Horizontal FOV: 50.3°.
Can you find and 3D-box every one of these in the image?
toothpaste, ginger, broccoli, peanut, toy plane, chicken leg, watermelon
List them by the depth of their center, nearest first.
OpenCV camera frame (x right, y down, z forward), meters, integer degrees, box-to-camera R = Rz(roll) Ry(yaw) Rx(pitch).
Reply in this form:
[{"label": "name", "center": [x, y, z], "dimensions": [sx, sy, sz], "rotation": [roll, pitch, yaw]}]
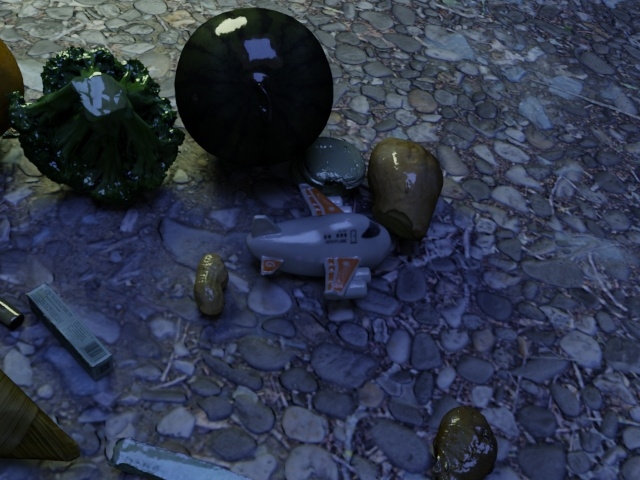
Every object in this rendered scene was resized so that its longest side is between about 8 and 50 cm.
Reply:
[{"label": "chicken leg", "center": [0.181, 0.309, 0.900], "dimensions": [0.085, 0.069, 0.198], "rotation": [22, 53, 9]}, {"label": "toothpaste", "center": [-0.352, 0.127, 0.956], "dimensions": [0.164, 0.046, 0.034], "rotation": [39, 53, 22]}, {"label": "peanut", "center": [-0.169, 0.068, 1.053], "dimensions": [0.054, 0.054, 0.113], "rotation": [4, 49, -9]}, {"label": "toy plane", "center": [0.000, 0.000, 1.111], "dimensions": [0.245, 0.117, 0.244], "rotation": [6, 45, -6]}, {"label": "broccoli", "center": [-0.358, -0.193, 1.126], "dimensions": [0.261, 0.241, 0.269], "rotation": [-34, 86, -25]}, {"label": "watermelon", "center": [-0.115, -0.266, 1.197], "dimensions": [0.279, 0.278, 0.359], "rotation": [4, 12, -10]}, {"label": "ginger", "center": [0.149, -0.106, 1.226], "dimensions": [0.138, 0.152, 0.267], "rotation": [16, 40, -3]}]

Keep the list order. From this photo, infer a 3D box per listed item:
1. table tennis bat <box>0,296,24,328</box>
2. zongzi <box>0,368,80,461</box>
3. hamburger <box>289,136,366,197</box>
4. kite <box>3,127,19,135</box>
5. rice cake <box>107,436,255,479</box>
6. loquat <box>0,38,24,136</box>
[{"label": "table tennis bat", "center": [-0.523, 0.057, 1.001], "dimensions": [0.234, 0.022, 0.131], "rotation": [31, 48, 18]}, {"label": "zongzi", "center": [-0.461, 0.224, 0.766], "dimensions": [0.288, 0.134, 0.286], "rotation": [37, 37, 10]}, {"label": "hamburger", "center": [0.015, -0.140, 1.285], "dimensions": [0.140, 0.062, 0.133], "rotation": [15, 47, -2]}, {"label": "kite", "center": [-0.552, -0.214, 1.259], "dimensions": [0.122, 0.004, 0.090], "rotation": [22, 46, 7]}, {"label": "rice cake", "center": [-0.160, 0.295, 0.852], "dimensions": [0.211, 0.034, 0.043], "rotation": [18, 55, 3]}, {"label": "loquat", "center": [-0.619, -0.243, 1.102], "dimensions": [0.263, 0.263, 0.263], "rotation": [7, 46, -7]}]
